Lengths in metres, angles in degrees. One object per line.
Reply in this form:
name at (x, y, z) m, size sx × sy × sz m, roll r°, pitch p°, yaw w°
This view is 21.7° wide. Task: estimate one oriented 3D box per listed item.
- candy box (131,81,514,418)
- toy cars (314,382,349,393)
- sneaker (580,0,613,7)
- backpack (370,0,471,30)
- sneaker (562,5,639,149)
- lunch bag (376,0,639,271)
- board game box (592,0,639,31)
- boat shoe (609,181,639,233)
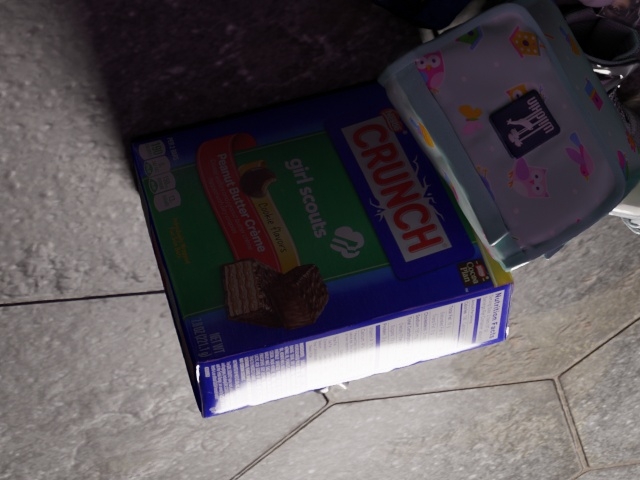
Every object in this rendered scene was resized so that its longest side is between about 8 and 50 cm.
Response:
candy box at (0.000, 0.000, 1.649) m, size 0.317 × 0.268 × 0.122 m, roll -14°, pitch 149°, yaw -10°
toy cars at (-0.017, 0.094, 1.846) m, size 0.176 × 0.087 × 0.393 m, roll 22°, pitch 161°, yaw -15°
sneaker at (0.227, -0.331, 1.462) m, size 0.123 × 0.106 × 0.290 m, roll -5°, pitch 134°, yaw -9°
backpack at (0.090, -0.248, 1.500) m, size 0.101 × 0.098 × 0.120 m, roll -41°, pitch 139°, yaw 23°
sneaker at (0.293, -0.152, 1.726) m, size 0.268 × 0.101 × 0.153 m, roll 16°, pitch 135°, yaw -37°
lunch bag at (0.175, -0.099, 1.527) m, size 0.160 × 0.223 × 0.262 m, roll -30°, pitch 180°, yaw 27°
board game box at (0.377, -0.250, 1.656) m, size 0.186 × 0.026 × 0.126 m, roll 16°, pitch 125°, yaw -25°
boat shoe at (0.396, -0.041, 1.953) m, size 0.227 × 0.079 × 0.081 m, roll -1°, pitch 138°, yaw -30°
